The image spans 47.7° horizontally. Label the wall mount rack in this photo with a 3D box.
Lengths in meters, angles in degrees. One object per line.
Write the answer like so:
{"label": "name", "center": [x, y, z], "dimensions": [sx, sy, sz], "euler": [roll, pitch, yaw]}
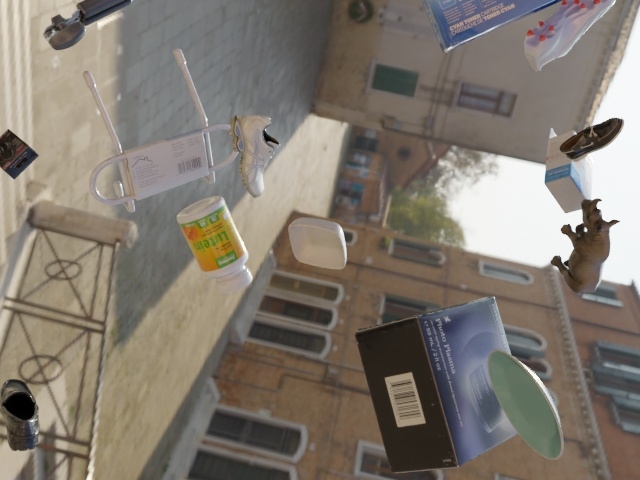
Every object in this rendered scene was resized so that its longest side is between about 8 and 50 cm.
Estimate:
{"label": "wall mount rack", "center": [-0.359, -0.231, 1.570], "dimensions": [0.130, 0.349, 0.304], "euler": [42, -35, 43]}

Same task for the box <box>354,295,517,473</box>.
{"label": "box", "center": [0.262, 0.291, 1.510], "dimensions": [0.294, 0.182, 0.297], "euler": [-7, 79, -47]}

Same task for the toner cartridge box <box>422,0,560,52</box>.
{"label": "toner cartridge box", "center": [0.312, -0.424, 1.054], "dimensions": [0.075, 0.347, 0.165], "euler": [-56, 122, -80]}

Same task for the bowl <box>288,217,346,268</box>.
{"label": "bowl", "center": [0.000, 0.000, 1.776], "dimensions": [0.142, 0.142, 0.053], "euler": [78, 31, -44]}

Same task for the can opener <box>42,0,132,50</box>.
{"label": "can opener", "center": [-0.632, -0.611, 2.000], "dimensions": [0.283, 0.095, 0.076], "euler": [-36, 178, -23]}

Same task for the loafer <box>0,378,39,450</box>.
{"label": "loafer", "center": [-0.607, 0.336, 1.463], "dimensions": [0.223, 0.076, 0.078], "euler": [37, -61, 55]}

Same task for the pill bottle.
{"label": "pill bottle", "center": [-0.277, 0.016, 1.950], "dimensions": [0.136, 0.136, 0.246], "euler": [-69, 139, -66]}

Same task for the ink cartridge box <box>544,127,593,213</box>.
{"label": "ink cartridge box", "center": [0.541, -0.162, 1.570], "dimensions": [0.104, 0.061, 0.181], "euler": [46, 45, -30]}

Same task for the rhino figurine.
{"label": "rhino figurine", "center": [0.532, 0.009, 1.438], "dimensions": [0.243, 0.073, 0.106], "euler": [88, -22, -44]}

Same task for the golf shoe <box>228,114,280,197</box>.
{"label": "golf shoe", "center": [-0.115, -0.157, 1.366], "dimensions": [0.069, 0.085, 0.176], "euler": [-99, 180, -49]}

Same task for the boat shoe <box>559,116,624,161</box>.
{"label": "boat shoe", "center": [0.466, -0.178, 1.245], "dimensions": [0.125, 0.038, 0.046], "euler": [-37, -150, 60]}

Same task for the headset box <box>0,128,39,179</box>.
{"label": "headset box", "center": [-0.544, -0.151, 1.277], "dimensions": [0.062, 0.083, 0.032], "euler": [-48, 147, -11]}

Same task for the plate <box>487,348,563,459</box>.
{"label": "plate", "center": [0.327, 0.253, 1.138], "dimensions": [0.188, 0.024, 0.188], "euler": [61, -14, 26]}

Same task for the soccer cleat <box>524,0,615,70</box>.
{"label": "soccer cleat", "center": [0.433, -0.374, 1.260], "dimensions": [0.196, 0.068, 0.076], "euler": [-37, 140, -8]}
